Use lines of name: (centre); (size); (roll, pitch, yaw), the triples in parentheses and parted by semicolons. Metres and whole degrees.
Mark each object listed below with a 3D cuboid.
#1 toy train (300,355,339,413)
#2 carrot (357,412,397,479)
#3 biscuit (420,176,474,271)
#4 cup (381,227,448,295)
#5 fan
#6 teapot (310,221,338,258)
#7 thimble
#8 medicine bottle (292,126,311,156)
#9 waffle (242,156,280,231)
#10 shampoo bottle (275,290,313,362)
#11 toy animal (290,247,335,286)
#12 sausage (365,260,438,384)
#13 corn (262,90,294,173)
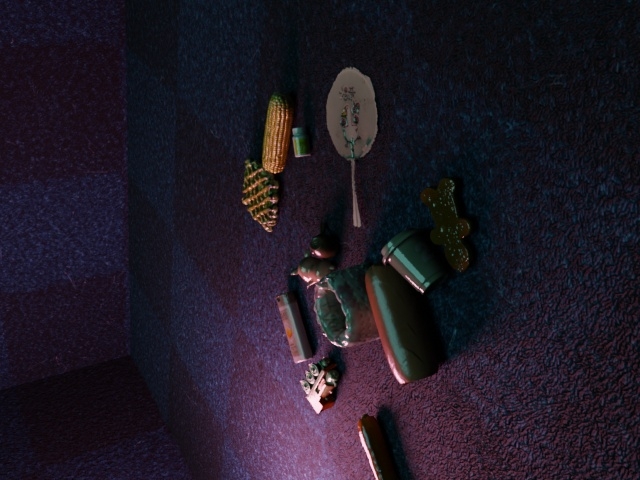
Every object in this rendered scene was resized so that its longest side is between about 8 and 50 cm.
toy train: (0.008, 0.441, 2.118); (0.118, 0.074, 0.175); (49, 136, 25)
carrot: (0.160, 0.595, 1.918); (0.067, 0.067, 0.225); (-35, 72, 58)
biscuit: (0.287, -0.031, 1.502); (0.138, 0.031, 0.204); (-30, 75, 59)
cup: (0.219, 0.052, 1.574); (0.141, 0.120, 0.120); (55, 144, 21)
fan: (0.084, -0.240, 1.784); (0.233, 0.012, 0.414); (15, 111, 58)
teapot: (0.000, 0.000, 1.957); (0.085, 0.080, 0.110); (-24, 64, 30)
thimble: (0.084, 0.168, 1.806); (0.185, 0.150, 0.210); (4, 103, 61)
medicine bottle: (-0.056, -0.283, 1.970); (0.047, 0.047, 0.083); (5, 105, 59)
waffle: (-0.189, -0.153, 2.239); (0.204, 0.054, 0.223); (48, 141, 40)
shampoo bottle: (-0.085, 0.280, 2.219); (0.086, 0.056, 0.227); (-28, 76, 58)
toy animal: (-0.011, 0.083, 2.001); (0.150, 0.083, 0.089); (8, 132, 41)
sausage: (0.193, 0.192, 1.656); (0.121, 0.121, 0.304); (-32, 74, 59)
corn: (-0.127, -0.323, 2.043); (0.081, 0.081, 0.248); (47, 138, 41)
